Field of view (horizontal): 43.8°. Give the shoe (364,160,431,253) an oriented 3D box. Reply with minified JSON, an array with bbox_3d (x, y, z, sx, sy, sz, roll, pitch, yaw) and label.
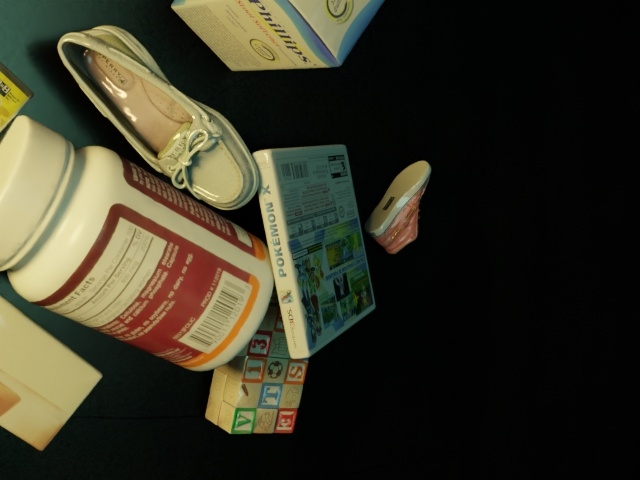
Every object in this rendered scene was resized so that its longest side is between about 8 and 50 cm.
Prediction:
[{"bbox_3d":[0.161,-0.061,1.494,0.178,0.063,0.081,-52,125,-11],"label":"shoe"}]

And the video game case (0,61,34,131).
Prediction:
[{"bbox_3d":[-0.507,-0.170,0.890,0.275,0.035,0.248,48,68,-34],"label":"video game case"}]

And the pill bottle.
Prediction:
[{"bbox_3d":[-0.274,0.012,1.077,0.392,0.224,0.224,33,78,-36],"label":"pill bottle"}]

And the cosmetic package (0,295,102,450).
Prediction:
[{"bbox_3d":[-0.447,0.125,1.014,0.129,0.153,0.296,-53,123,-18],"label":"cosmetic package"}]

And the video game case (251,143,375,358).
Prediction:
[{"bbox_3d":[0.000,0.000,1.261,0.329,0.036,0.299,-21,101,-68],"label":"video game case"}]

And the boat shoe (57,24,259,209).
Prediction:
[{"bbox_3d":[-0.219,-0.161,1.079,0.118,0.103,0.320,-41,93,22],"label":"boat shoe"}]

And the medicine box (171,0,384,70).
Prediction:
[{"bbox_3d":[-0.031,-0.392,1.143,0.149,0.289,0.263,42,73,-34],"label":"medicine box"}]

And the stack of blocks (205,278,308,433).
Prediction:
[{"bbox_3d":[-0.106,0.163,1.315,0.171,0.087,0.297,10,92,-38],"label":"stack of blocks"}]
